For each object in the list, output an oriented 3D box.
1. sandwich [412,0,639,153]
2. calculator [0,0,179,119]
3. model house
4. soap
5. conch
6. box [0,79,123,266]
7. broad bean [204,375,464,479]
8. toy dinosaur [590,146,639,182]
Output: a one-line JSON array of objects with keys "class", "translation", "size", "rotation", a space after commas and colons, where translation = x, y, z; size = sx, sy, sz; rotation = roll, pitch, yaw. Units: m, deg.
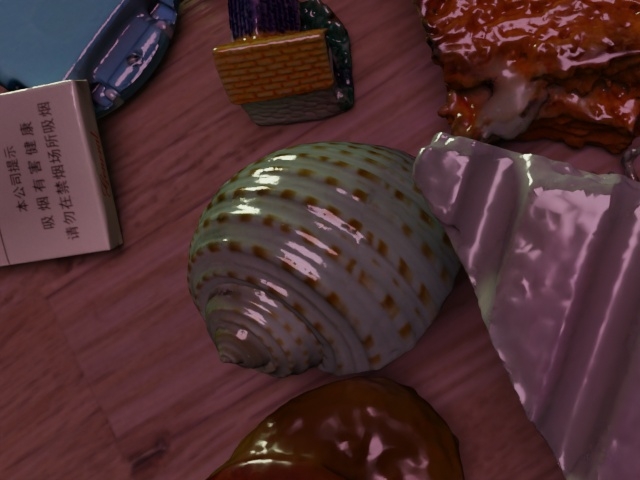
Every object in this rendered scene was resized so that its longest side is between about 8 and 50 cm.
[{"class": "sandwich", "translation": [0.175, -0.169, 0.602], "size": [0.292, 0.109, 0.212], "rotation": [-1, 84, 14]}, {"class": "calculator", "translation": [-0.253, -0.220, 0.728], "size": [0.293, 0.051, 0.173], "rotation": [36, 89, 17]}, {"class": "model house", "translation": [-0.027, -0.153, 0.640], "size": [0.088, 0.100, 0.100], "rotation": [-8, 75, 11]}, {"class": "soap", "translation": [0.157, 0.110, 0.490], "size": [0.258, 0.159, 0.302], "rotation": [18, 95, 19]}, {"class": "conch", "translation": [-0.008, -0.003, 0.575], "size": [0.172, 0.131, 0.199], "rotation": [-1, 64, 50]}, {"class": "box", "translation": [-0.290, -0.042, 0.681], "size": [0.246, 0.035, 0.138], "rotation": [-7, 101, 9]}, {"class": "broad bean", "translation": [-0.005, 0.192, 0.546], "size": [0.228, 0.122, 0.156], "rotation": [-47, 70, 2]}, {"class": "toy dinosaur", "translation": [0.234, -0.011, 0.588], "size": [0.220, 0.032, 0.108], "rotation": [-28, 70, 2]}]
